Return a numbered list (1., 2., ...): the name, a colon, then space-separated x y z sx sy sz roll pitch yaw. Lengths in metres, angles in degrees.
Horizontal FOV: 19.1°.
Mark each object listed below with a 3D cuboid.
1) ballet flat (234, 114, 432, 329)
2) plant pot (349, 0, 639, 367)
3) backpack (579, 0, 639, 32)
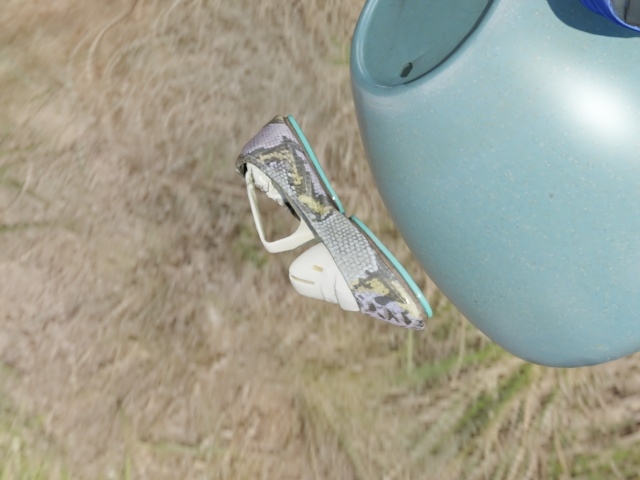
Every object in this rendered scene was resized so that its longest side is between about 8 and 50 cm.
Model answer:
1. ballet flat: 0.000 0.000 0.735 0.041 0.114 0.041 -23 145 -18
2. plant pot: 0.132 -0.094 1.159 0.195 0.290 0.290 34 105 -32
3. backpack: 0.181 -0.168 0.990 0.098 0.101 0.120 2 102 -12
